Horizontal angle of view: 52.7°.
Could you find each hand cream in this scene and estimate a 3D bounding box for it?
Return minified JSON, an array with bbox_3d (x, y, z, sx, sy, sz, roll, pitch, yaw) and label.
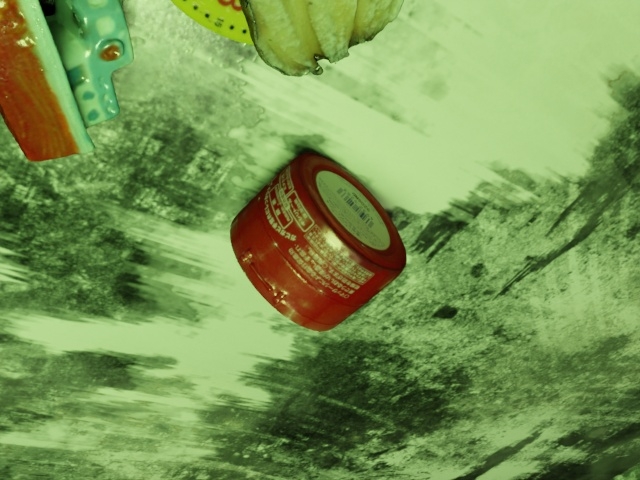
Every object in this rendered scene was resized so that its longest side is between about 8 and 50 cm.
[{"bbox_3d":[0.000,0.000,0.779,0.193,0.193,0.125,29,122,-37],"label":"hand cream"}]

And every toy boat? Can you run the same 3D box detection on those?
[{"bbox_3d":[-0.242,-0.228,0.517,0.133,0.145,0.331,-28,143,-20],"label":"toy boat"}]

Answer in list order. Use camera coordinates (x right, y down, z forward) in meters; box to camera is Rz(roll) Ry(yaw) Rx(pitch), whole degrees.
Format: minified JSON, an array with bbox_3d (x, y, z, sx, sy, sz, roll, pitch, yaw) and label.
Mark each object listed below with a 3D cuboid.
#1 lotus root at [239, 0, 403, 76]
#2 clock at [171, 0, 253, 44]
[{"bbox_3d":[-0.015,-0.267,0.467,0.167,0.078,0.329,-31,153,-16],"label":"lotus root"},{"bbox_3d":[-0.033,-0.295,0.553,0.294,0.071,0.277,12,130,-26],"label":"clock"}]
